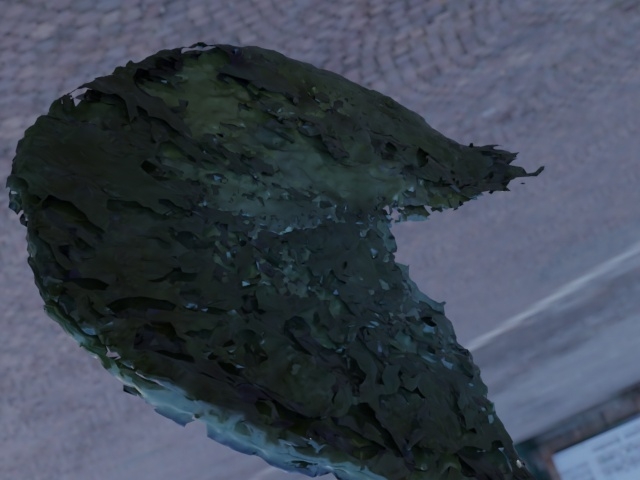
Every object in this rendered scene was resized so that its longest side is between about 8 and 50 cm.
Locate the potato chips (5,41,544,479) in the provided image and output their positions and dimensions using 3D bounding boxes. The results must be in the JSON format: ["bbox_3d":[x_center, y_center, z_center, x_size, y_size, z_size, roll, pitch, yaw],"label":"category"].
[{"bbox_3d":[0.002,-0.003,0.466,0.029,0.202,0.220,-62,-179,35],"label":"potato chips"}]
